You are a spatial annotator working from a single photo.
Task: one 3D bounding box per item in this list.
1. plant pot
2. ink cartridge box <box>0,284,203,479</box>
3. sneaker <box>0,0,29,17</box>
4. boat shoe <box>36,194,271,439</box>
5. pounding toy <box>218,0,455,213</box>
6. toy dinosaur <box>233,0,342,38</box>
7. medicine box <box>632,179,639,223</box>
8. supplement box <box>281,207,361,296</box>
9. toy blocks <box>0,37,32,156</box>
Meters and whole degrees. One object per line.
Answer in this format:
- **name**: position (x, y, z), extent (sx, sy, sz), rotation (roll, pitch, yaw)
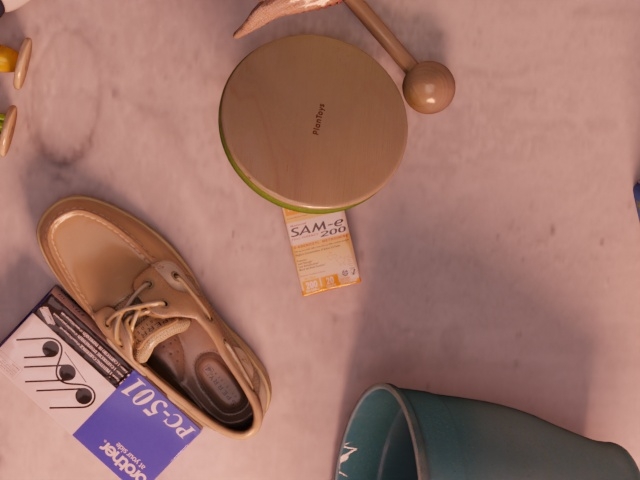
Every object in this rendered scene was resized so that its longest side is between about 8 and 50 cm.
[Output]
- **plant pot**: position (0.169, 0.280, 1.788), extent (0.255, 0.271, 0.272), rotation (5, 99, -17)
- **ink cartridge box**: position (-0.225, 0.151, 1.857), extent (0.207, 0.046, 0.097), rotation (43, 97, -7)
- **sneaker**: position (-0.357, -0.321, 1.776), extent (0.095, 0.090, 0.235), rotation (-40, 98, -12)
- **boat shoe**: position (-0.163, 0.077, 1.820), extent (0.109, 0.098, 0.302), rotation (-41, 97, 5)
- **pounding toy**: position (0.001, -0.115, 1.807), extent (0.183, 0.110, 0.237), rotation (41, 67, 5)
- **toy dinosaur**: position (0.024, -0.283, 1.481), extent (0.200, 0.127, 0.296), rotation (-4, 120, -36)
- **medicine box**: position (0.416, 0.080, 1.745), extent (0.149, 0.263, 0.289), rotation (-13, 98, 2)
- **supplement box**: position (0.000, 0.000, 1.842), extent (0.062, 0.036, 0.098), rotation (-14, 98, 1)
- **toy blocks**: position (-0.368, -0.157, 1.805), extent (0.148, 0.054, 0.123), rotation (14, 98, -3)
